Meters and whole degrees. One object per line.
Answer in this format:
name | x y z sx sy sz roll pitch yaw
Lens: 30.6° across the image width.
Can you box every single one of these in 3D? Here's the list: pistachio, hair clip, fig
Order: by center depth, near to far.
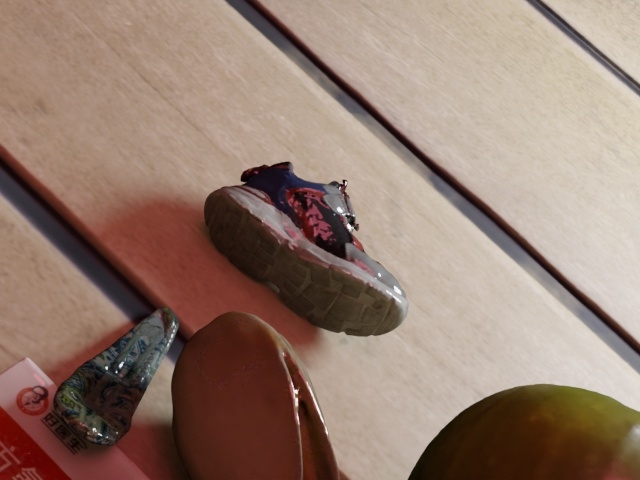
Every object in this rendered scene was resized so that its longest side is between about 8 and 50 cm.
fig | 0.182 0.282 0.928 0.316 0.316 0.316 15 48 -18
pistachio | -0.053 0.167 0.978 0.126 0.152 0.223 -9 78 -38
hair clip | -0.169 0.114 0.997 0.066 0.036 0.229 33 23 -1

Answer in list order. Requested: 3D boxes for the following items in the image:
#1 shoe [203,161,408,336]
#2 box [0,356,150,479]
shoe | 0.000 -0.001 1.171 0.227 0.099 0.125 34 48 6
box | -0.184 0.274 0.875 0.353 0.069 0.214 45 46 8
